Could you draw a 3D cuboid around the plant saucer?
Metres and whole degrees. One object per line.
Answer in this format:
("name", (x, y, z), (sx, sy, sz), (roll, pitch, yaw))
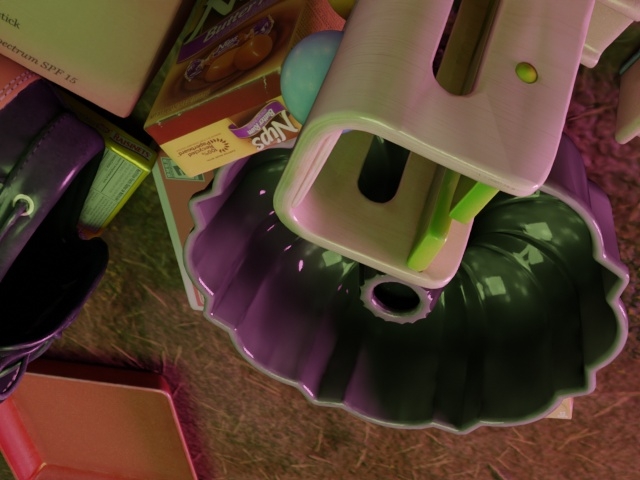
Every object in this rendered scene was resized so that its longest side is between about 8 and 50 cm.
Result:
("plant saucer", (-0.269, 0.227, 1.196), (0.259, 0.048, 0.258), (5, 134, 13))

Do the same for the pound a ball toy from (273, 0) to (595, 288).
("pound a ball toy", (0.083, -0.165, 0.536), (0.135, 0.319, 0.208), (23, 151, -5))

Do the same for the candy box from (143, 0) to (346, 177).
("candy box", (-0.037, -0.135, 0.663), (0.109, 0.187, 0.053), (-18, 128, 30))

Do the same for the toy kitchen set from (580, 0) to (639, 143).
("toy kitchen set", (0.240, -0.157, 0.629), (0.166, 0.122, 0.207), (24, 156, -7))

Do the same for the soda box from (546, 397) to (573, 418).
("soda box", (0.147, 0.124, 0.950), (0.181, 0.058, 0.061), (1, 133, 18))

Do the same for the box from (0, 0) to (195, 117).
("box", (-0.135, -0.222, 0.654), (0.148, 0.127, 0.232), (28, 136, -9))

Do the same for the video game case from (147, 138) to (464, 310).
("video game case", (0.000, 0.000, 0.901), (0.285, 0.025, 0.204), (5, 134, 14))

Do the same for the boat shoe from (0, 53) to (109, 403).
("boat shoe", (-0.277, 0.038, 0.863), (0.156, 0.187, 0.500), (28, 142, 1))

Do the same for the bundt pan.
("bundt pan", (0.068, 0.002, 0.770), (0.330, 0.124, 0.331), (10, 136, 10))

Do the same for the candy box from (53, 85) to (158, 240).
("candy box", (-0.231, -0.050, 0.909), (0.105, 0.027, 0.206), (32, 142, -16))
